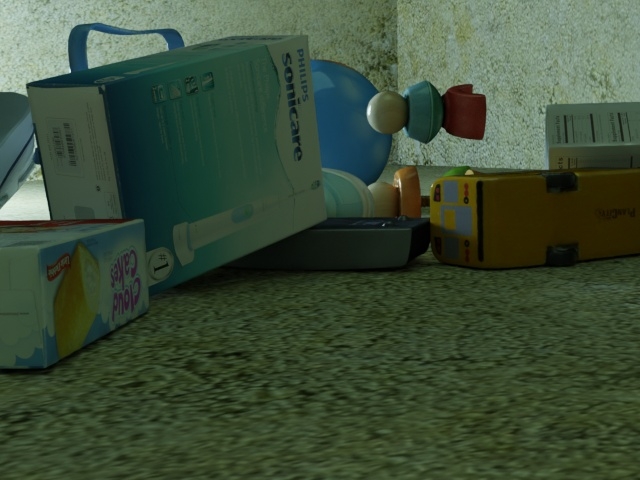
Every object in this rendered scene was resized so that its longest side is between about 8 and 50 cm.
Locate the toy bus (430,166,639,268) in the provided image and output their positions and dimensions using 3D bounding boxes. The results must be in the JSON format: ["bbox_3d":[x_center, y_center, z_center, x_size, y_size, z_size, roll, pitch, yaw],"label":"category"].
[{"bbox_3d":[0.301,-0.032,1.406,0.332,0.108,0.130,-5,6,-33],"label":"toy bus"}]

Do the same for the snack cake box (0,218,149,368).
[{"bbox_3d":[-0.247,0.035,0.929,0.152,0.089,0.264,-2,6,8],"label":"snack cake box"}]

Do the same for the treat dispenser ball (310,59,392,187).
[{"bbox_3d":[-0.007,-0.201,2.209,0.288,0.288,0.288,-1,6,0],"label":"treat dispenser ball"}]

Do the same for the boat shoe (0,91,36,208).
[{"bbox_3d":[-0.433,-0.025,1.360,0.135,0.156,0.367,5,36,8],"label":"boat shoe"}]

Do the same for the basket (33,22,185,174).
[{"bbox_3d":[-0.224,-0.120,1.428,0.201,0.289,0.255,-4,7,22],"label":"basket"}]

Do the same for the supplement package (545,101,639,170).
[{"bbox_3d":[0.427,-0.101,1.562,0.244,0.139,0.134,0,32,10],"label":"supplement package"}]

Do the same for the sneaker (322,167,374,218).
[{"bbox_3d":[-0.117,-0.063,1.632,0.366,0.135,0.150,1,3,24],"label":"sneaker"}]

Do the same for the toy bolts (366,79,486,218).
[{"bbox_3d":[0.143,-0.104,1.598,0.158,0.228,0.218,-1,14,-6],"label":"toy bolts"}]

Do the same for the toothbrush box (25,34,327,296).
[{"bbox_3d":[-0.138,-0.088,1.216,0.126,0.216,0.295,8,23,40],"label":"toothbrush box"}]

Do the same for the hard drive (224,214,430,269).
[{"bbox_3d":[0.000,0.000,1.386,0.254,0.054,0.172,0,6,16],"label":"hard drive"}]
